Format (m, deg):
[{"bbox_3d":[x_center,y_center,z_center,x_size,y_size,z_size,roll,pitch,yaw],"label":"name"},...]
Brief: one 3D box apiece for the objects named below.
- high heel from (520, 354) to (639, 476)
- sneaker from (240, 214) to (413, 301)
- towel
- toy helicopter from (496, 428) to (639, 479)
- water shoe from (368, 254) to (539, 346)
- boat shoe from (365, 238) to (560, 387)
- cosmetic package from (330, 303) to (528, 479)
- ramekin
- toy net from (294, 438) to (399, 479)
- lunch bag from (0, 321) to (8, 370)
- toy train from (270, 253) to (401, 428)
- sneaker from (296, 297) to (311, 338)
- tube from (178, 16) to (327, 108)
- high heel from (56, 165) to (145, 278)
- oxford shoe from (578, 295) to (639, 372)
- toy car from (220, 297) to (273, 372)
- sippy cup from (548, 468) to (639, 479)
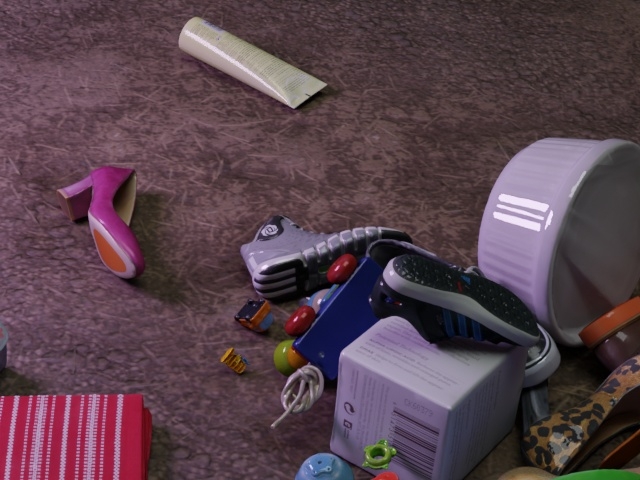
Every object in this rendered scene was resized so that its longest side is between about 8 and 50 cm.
[{"bbox_3d":[0.363,0.221,1.961,0.261,0.093,0.186,-1,36,3],"label":"high heel"},{"bbox_3d":[0.000,0.000,2.226,0.229,0.086,0.132,-11,36,-21],"label":"sneaker"},{"bbox_3d":[-0.326,0.247,1.867,0.275,0.031,0.199,0,37,-6],"label":"towel"},{"bbox_3d":[0.361,0.263,1.834,0.355,0.140,0.235,-4,51,-1],"label":"toy helicopter"},{"bbox_3d":[0.150,0.080,1.884,0.203,0.080,0.073,25,35,-18],"label":"water shoe"},{"bbox_3d":[0.168,0.079,2.070,0.113,0.105,0.306,-35,41,-16],"label":"boat shoe"},{"bbox_3d":[0.127,0.175,1.935,0.151,0.151,0.184,25,38,26],"label":"cosmetic package"},{"bbox_3d":[0.310,-0.008,2.141,0.127,0.273,0.273,17,35,34],"label":"ramekin"},{"bbox_3d":[0.027,0.313,1.803,0.122,0.045,0.232,-5,40,7],"label":"toy net"},{"bbox_3d":[-0.403,0.131,1.972,0.053,0.083,0.071,17,35,15],"label":"lunch bag"},{"bbox_3d":[-0.017,0.136,1.997,0.105,0.143,0.248,44,64,-9],"label":"toy train"},{"bbox_3d":[-0.022,0.101,2.121,0.035,0.031,0.083,-2,36,-11],"label":"sneaker"},{"bbox_3d":[-0.113,-0.275,2.631,0.240,0.062,0.070,28,84,21],"label":"tube"},{"bbox_3d":[-0.256,-0.029,2.230,0.117,0.082,0.244,-22,30,-20],"label":"high heel"},{"bbox_3d":[0.441,0.114,2.151,0.271,0.097,0.098,-21,73,-40],"label":"oxford shoe"},{"bbox_3d":[-0.095,0.124,2.090,0.040,0.060,0.122,45,52,-19],"label":"toy car"},{"bbox_3d":[0.268,0.379,1.623,0.305,0.240,0.224,-22,48,3],"label":"sippy cup"}]
